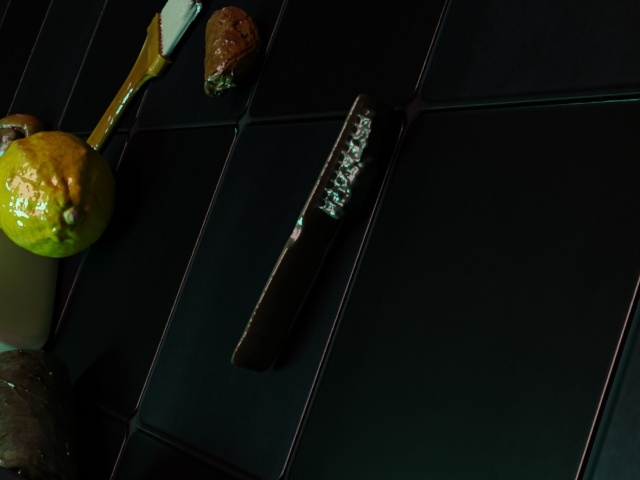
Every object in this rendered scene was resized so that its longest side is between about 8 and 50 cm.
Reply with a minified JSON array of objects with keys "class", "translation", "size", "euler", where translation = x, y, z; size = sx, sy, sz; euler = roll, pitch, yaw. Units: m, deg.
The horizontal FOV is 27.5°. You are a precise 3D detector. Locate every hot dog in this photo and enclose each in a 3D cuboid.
[{"class":"hot dog","translation":[-0.074,-0.152,1.060],"size":[0.058,0.035,0.083],"euler":[-42,36,38]},{"class":"hot dog","translation":[-0.374,-0.105,1.532],"size":[0.140,0.060,0.090],"euler":[-16,51,61]}]

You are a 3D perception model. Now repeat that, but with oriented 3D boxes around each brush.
[{"class":"brush","translation":[0.000,0.000,0.821],"size":[0.027,0.034,0.190],"euler":[32,97,46]},{"class":"brush","translation":[-0.200,-0.132,1.293],"size":[0.314,0.017,0.090],"euler":[-52,28,28]}]

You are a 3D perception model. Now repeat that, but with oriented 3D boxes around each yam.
[{"class":"yam","translation":[-0.242,0.166,1.052],"size":[0.107,0.107,0.183],"euler":[-55,32,22]}]

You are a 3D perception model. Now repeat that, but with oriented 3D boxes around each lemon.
[{"class":"lemon","translation":[-0.244,-0.042,1.196],"size":[0.155,0.114,0.114],"euler":[26,93,57]}]

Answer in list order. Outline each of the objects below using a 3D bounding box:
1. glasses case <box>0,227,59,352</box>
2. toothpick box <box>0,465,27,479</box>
[{"class":"glasses case","translation":[-0.299,0.032,1.269],"size":[0.050,0.083,0.196],"euler":[-43,34,37]},{"class":"toothpick box","translation":[-0.302,0.344,0.879],"size":[0.355,0.263,0.263],"euler":[-58,29,11]}]
